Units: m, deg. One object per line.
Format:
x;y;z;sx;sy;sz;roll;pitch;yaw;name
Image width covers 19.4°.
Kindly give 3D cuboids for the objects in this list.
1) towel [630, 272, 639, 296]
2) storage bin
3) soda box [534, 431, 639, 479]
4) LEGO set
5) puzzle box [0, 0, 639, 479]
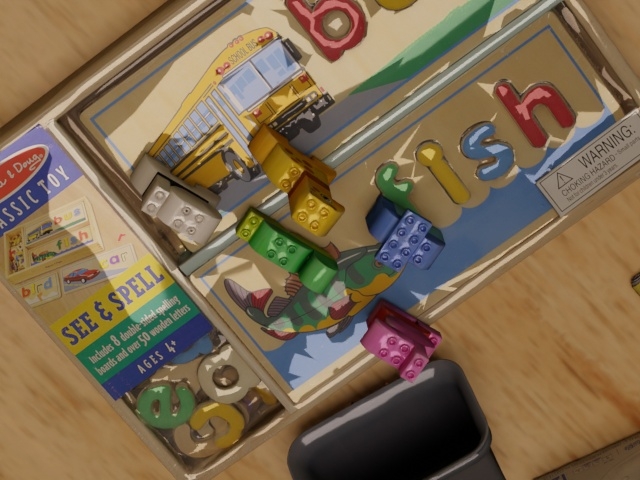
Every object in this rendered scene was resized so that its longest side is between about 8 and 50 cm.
0.257;0.037;1.279;0.060;0.009;0.083;-42;107;10;towel
0.058;0.154;1.272;0.135;0.098;0.091;-29;137;6;storage bin
0.297;0.163;1.285;0.286;0.091;0.098;-24;109;5;soda box
0.000;0.000;1.147;0.227;0.093;0.087;31;105;-14;LEGO set
-0.008;-0.052;1.206;0.409;0.052;0.272;-36;108;9;puzzle box
